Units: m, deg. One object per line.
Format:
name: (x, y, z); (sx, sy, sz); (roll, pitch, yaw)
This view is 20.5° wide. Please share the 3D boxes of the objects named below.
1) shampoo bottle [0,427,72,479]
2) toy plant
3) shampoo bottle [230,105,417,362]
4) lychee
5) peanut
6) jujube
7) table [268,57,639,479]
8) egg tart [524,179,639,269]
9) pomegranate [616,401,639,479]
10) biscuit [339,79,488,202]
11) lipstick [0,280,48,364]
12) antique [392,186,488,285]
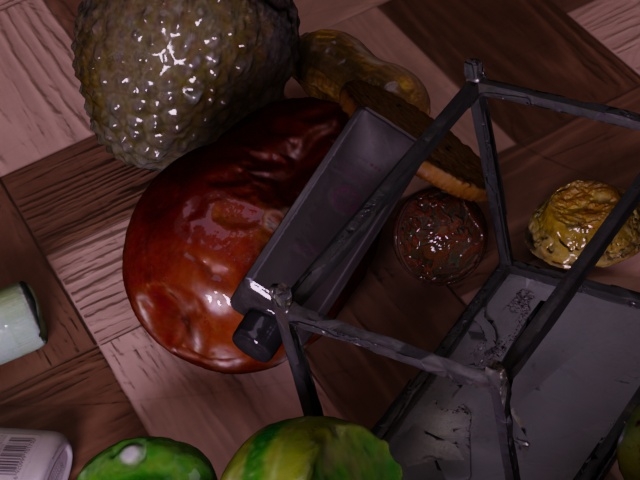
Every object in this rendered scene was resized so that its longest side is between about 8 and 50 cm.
shampoo bottle: (-0.350, 0.221, 1.682); (0.221, 0.051, 0.108); (1, 45, 18)
toy plant: (-0.093, 0.262, 1.484); (0.316, 0.184, 0.224); (-14, 59, 32)
shampoo bottle: (0.000, 0.000, 1.574); (0.080, 0.079, 0.246); (32, 66, 0)
lychee: (-0.149, -0.207, 1.944); (0.255, 0.255, 0.274); (9, 77, 24)
peanut: (0.042, -0.177, 1.980); (0.087, 0.087, 0.207); (-37, 47, -23)
jujube: (-0.057, -0.011, 1.735); (0.223, 0.223, 0.318); (12, 43, 27)
table: (0.159, 0.060, 1.545); (0.222, 0.272, 0.335); (17, 50, 30)
egg tart: (0.268, -0.020, 1.768); (0.130, 0.052, 0.130); (-7, 40, 6)
pomegranate: (0.310, 0.174, 1.492); (0.130, 0.130, 0.130); (-8, 42, 7)
biscuit: (0.095, -0.096, 1.752); (0.027, 0.188, 0.188); (-54, 41, 17)
lipstick: (-0.423, 0.130, 1.787); (0.304, 0.076, 0.076); (-24, 42, -9)
antique: (0.119, -0.004, 1.758); (0.104, 0.104, 0.104); (-8, 42, 7)
